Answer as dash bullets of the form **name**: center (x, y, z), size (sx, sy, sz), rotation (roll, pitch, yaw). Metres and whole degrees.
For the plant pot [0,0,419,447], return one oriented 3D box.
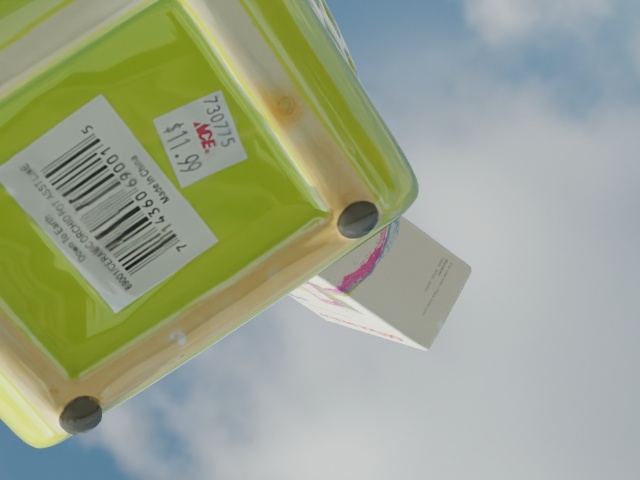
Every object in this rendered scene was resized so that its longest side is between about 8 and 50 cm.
- **plant pot**: center (-0.105, -0.066, 0.793), size (0.227, 0.228, 0.207), rotation (-33, -143, 2)

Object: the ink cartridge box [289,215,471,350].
- **ink cartridge box**: center (0.000, 0.000, 0.956), size (0.122, 0.088, 0.052), rotation (33, -101, -35)
